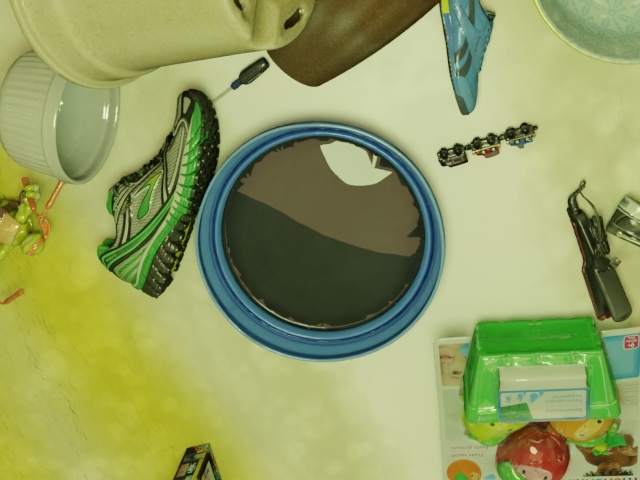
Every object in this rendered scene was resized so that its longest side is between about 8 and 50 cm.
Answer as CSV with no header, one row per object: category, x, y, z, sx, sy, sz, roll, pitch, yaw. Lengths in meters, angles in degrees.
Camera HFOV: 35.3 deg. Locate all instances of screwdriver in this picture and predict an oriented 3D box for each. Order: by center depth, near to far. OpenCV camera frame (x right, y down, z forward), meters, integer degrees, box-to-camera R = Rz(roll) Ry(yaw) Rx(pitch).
screwdriver,-0.149,-0.229,1.566,0.170,0.025,0.024,-35,100,14

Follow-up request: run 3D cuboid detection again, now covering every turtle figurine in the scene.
turtle figurine,-0.519,-0.046,1.629,0.217,0.087,0.269,35,116,3

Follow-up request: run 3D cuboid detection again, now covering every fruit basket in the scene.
fruit basket,0.351,0.302,1.597,0.327,0.165,0.352,-3,109,7

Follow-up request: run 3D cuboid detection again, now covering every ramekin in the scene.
ramekin,-0.396,-0.194,1.515,0.109,0.207,0.207,12,108,12

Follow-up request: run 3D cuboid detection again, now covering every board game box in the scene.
board game box,-0.198,0.455,1.712,0.048,0.141,0.170,-14,104,10

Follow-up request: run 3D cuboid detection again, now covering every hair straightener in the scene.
hair straightener,0.436,0.018,1.546,0.047,0.089,0.230,-19,99,-21

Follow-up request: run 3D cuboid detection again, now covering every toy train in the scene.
toy train,0.258,-0.144,1.544,0.158,0.027,0.036,-17,107,11

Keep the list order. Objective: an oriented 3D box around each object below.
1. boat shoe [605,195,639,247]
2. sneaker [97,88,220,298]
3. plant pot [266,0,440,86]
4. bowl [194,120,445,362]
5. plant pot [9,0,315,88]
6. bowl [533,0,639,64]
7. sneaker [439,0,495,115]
boat shoe,0.543,0.013,1.537,0.219,0.078,0.070,30,107,5
sneaker,-0.257,-0.079,1.565,0.146,0.134,0.343,24,108,0
plant pot,0.029,-0.336,1.436,0.215,0.215,0.230,39,120,-6
bowl,0.000,0.000,1.590,0.391,0.077,0.390,2,106,5
plant pot,-0.183,-0.364,1.316,0.306,0.334,0.333,6,109,32
bowl,0.421,-0.396,1.384,0.290,0.156,0.289,2,107,6
sneaker,0.223,-0.290,1.484,0.082,0.069,0.209,-8,105,5
